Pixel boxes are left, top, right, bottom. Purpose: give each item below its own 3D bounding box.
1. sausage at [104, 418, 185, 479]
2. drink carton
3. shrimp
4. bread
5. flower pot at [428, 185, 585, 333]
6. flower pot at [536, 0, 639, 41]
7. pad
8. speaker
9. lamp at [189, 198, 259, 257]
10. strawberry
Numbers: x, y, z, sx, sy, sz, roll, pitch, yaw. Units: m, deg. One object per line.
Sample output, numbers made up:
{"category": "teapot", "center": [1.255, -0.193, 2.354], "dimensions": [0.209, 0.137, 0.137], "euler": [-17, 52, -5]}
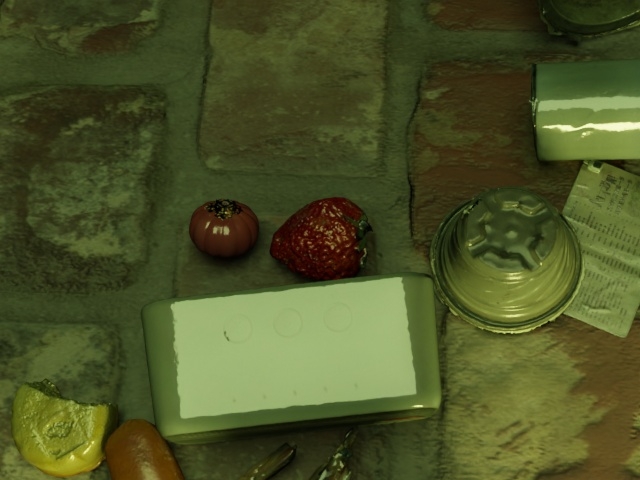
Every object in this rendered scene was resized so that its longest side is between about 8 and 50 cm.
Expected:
{"category": "sausage", "center": [-0.224, 0.358, 1.319], "dimensions": [0.098, 0.098, 0.238], "euler": [-25, 74, -6]}
{"category": "drink carton", "center": [0.423, -0.198, 1.474], "dimensions": [0.190, 0.185, 0.191], "euler": [-3, 58, 17]}
{"category": "shrimp", "center": [-0.047, 0.353, 1.330], "dimensions": [0.145, 0.059, 0.254], "euler": [21, 74, 23]}
{"category": "bread", "center": [-0.372, 0.271, 1.374], "dimensions": [0.156, 0.086, 0.125], "euler": [17, 74, 13]}
{"category": "flower pot", "center": [0.273, 0.010, 1.403], "dimensions": [0.236, 0.140, 0.235], "euler": [-3, 66, 6]}
{"category": "flower pot", "center": [0.441, -0.513, 1.567], "dimensions": [0.291, 0.290, 0.259], "euler": [-15, 56, -2]}
{"category": "pad", "center": [0.434, 0.004, 1.467], "dimensions": [0.160, 0.009, 0.265], "euler": [23, 71, 13]}
{"category": "speaker", "center": [-0.035, 0.169, 1.342], "dimensions": [0.407, 0.183, 0.184], "euler": [-6, 72, 1]}
{"category": "lamp", "center": [-0.147, -0.019, 1.474], "dimensions": [0.108, 0.092, 0.107], "euler": [5, 34, -3]}
{"category": "strawberry", "center": [0.002, -0.005, 1.443], "dimensions": [0.148, 0.131, 0.131], "euler": [12, 68, 1]}
